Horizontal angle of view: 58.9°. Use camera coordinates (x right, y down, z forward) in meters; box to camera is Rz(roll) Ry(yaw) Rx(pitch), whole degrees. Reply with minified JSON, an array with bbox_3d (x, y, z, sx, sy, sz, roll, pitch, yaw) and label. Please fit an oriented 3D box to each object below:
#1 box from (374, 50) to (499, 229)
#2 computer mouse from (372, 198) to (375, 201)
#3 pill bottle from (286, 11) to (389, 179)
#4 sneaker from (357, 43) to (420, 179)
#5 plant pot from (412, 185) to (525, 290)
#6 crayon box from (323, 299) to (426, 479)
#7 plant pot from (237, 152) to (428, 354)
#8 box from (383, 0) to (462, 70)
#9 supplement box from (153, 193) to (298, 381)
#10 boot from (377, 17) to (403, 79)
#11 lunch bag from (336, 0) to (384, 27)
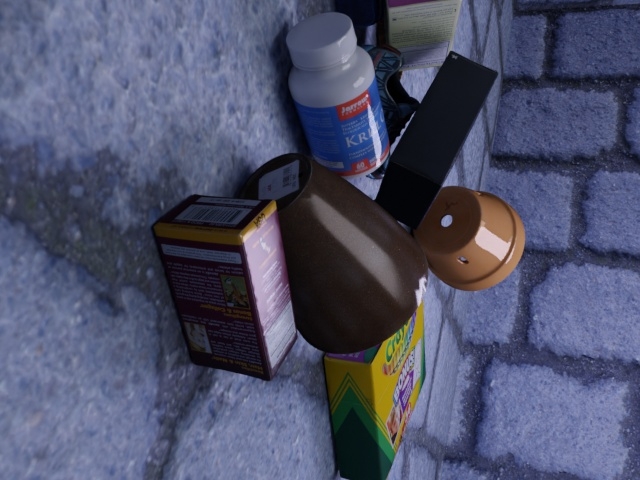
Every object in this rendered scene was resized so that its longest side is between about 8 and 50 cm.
[{"bbox_3d":[0.204,-0.177,1.025,0.261,0.103,0.184,-60,170,-21],"label":"box"},{"bbox_3d":[0.100,0.018,1.162,0.071,0.041,0.242,58,44,-57],"label":"computer mouse"},{"bbox_3d":[0.024,-0.205,0.822,0.221,0.124,0.124,67,36,-48],"label":"pill bottle"},{"bbox_3d":[0.117,-0.223,1.036,0.104,0.125,0.261,-58,146,-45],"label":"sneaker"},{"bbox_3d":[0.387,-0.023,1.571,0.203,0.291,0.290,27,70,-48],"label":"plant pot"},{"bbox_3d":[0.136,0.275,1.223,0.363,0.106,0.312,-49,139,-54],"label":"crayon box"},{"bbox_3d":[0.000,0.000,0.749,0.230,0.216,0.215,51,47,-40],"label":"plant pot"},{"bbox_3d":[0.166,-0.447,0.987,0.243,0.118,0.213,47,37,-80],"label":"box"},{"bbox_3d":[-0.097,0.051,0.623,0.081,0.104,0.188,-53,143,-52],"label":"supplement box"},{"bbox_3d":[0.150,-0.379,1.169,0.085,0.059,0.157,-8,102,-72],"label":"boot"},{"bbox_3d":[0.066,-0.408,0.945,0.065,0.067,0.098,-50,138,-54],"label":"lunch bag"}]
